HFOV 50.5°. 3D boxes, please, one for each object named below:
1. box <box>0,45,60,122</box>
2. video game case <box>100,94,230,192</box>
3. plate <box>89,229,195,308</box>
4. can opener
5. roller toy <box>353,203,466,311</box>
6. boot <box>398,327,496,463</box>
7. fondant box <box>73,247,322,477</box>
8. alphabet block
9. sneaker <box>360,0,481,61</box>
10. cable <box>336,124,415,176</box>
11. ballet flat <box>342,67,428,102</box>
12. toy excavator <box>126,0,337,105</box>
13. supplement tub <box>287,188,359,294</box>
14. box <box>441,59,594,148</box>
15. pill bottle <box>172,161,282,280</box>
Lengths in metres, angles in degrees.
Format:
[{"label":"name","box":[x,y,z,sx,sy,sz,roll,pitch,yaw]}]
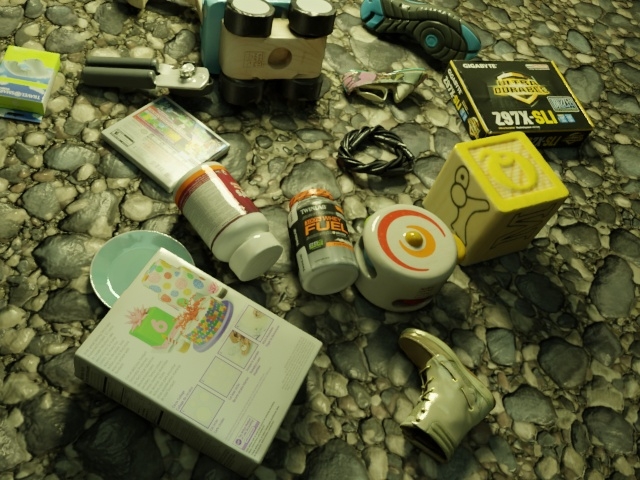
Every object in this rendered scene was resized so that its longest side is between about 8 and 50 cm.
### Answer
[{"label":"box","box":[-0.623,-0.331,1.427,0.109,0.042,0.178,7,53,-11]},{"label":"video game case","box":[-0.326,-0.210,1.440,0.201,0.023,0.183,38,54,13]},{"label":"plate","box":[-0.324,0.063,1.244,0.188,0.024,0.188,7,54,-10]},{"label":"can opener","box":[-0.380,-0.354,1.497,0.281,0.093,0.074,5,52,-2]},{"label":"roller toy","box":[0.165,0.032,1.332,0.209,0.146,0.191,30,53,5]},{"label":"boot","box":[0.190,0.272,1.213,0.213,0.077,0.165,44,57,12]},{"label":"fondant box","box":[-0.196,0.196,1.124,0.330,0.096,0.238,31,54,0]},{"label":"alphabet block","box":[0.365,-0.088,1.445,0.194,0.197,0.192,-16,62,-26]},{"label":"sneaker","box":[0.281,-0.586,1.807,0.341,0.125,0.140,30,40,16]},{"label":"cable","box":[0.121,-0.208,1.554,0.185,0.047,0.150,-6,57,-20]},{"label":"ballet flat","box":[0.163,-0.381,1.683,0.222,0.077,0.079,-4,75,-13]},{"label":"toy excavator","box":[-0.224,-0.529,1.613,0.433,0.222,0.445,-6,44,-20]},{"label":"supplement tub","box":[0.000,0.000,1.326,0.117,0.117,0.190,-3,57,-19]},{"label":"box","box":[0.507,-0.354,1.755,0.322,0.079,0.257,-5,59,-20]},{"label":"pill bottle","box":[-0.176,-0.036,1.297,0.121,0.121,0.221,-28,67,-31]}]
